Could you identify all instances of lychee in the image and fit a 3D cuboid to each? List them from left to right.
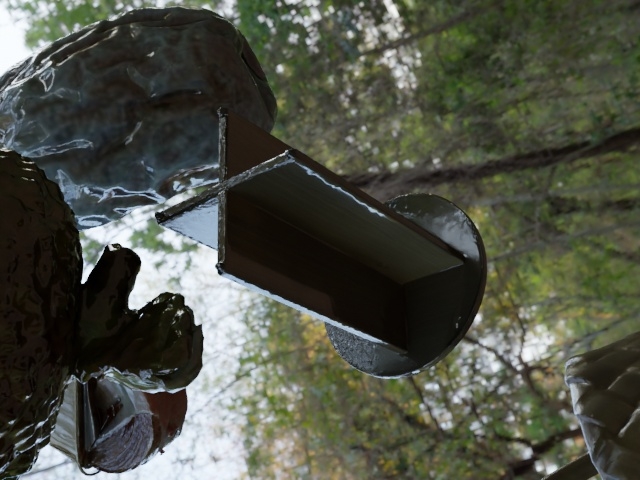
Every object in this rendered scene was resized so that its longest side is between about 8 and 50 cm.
[{"bbox_3d":[-0.269,0.052,0.627,0.320,0.270,0.270,-18,-97,-28],"label":"lychee"}]

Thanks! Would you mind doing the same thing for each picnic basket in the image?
[{"bbox_3d":[0.310,0.284,0.939,0.337,0.337,0.293,62,-162,-10],"label":"picnic basket"}]

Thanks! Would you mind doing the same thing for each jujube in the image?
[{"bbox_3d":[-0.210,-0.135,0.998,0.226,0.317,0.226,157,90,-88],"label":"jujube"}]

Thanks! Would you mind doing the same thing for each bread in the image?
[{"bbox_3d":[-0.297,0.226,1.292,0.142,0.212,0.224,-23,-63,-59],"label":"bread"}]

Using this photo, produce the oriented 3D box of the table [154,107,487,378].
[{"bbox_3d":[0.000,0.000,0.712,0.227,0.167,0.167,29,-137,-44],"label":"table"}]
